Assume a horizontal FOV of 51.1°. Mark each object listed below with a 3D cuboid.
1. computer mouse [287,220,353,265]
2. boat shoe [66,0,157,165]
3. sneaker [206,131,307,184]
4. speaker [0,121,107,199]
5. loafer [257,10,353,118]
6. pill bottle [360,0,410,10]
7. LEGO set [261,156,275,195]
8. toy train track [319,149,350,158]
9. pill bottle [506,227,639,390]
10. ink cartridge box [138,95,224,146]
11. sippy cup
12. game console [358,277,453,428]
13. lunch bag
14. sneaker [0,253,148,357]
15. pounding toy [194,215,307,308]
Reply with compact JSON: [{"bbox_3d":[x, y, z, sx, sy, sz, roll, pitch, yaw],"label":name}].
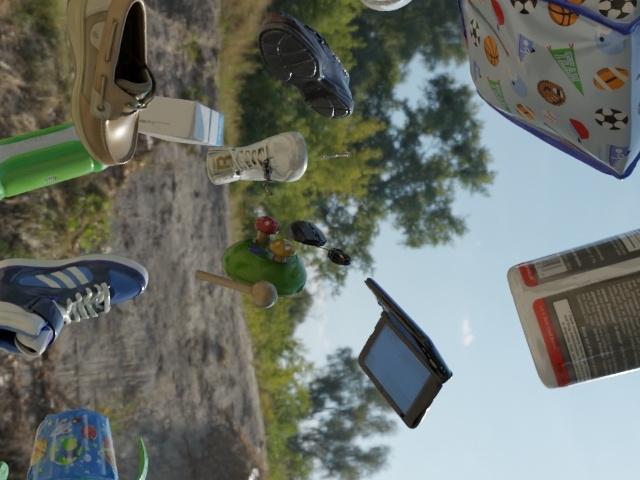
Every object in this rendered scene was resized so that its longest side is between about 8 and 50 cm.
[{"bbox_3d":[0.000,0.000,1.423,0.242,0.071,0.041,31,-71,54],"label":"computer mouse"},{"bbox_3d":[-0.338,-0.256,1.115,0.341,0.110,0.122,98,19,-45],"label":"boat shoe"},{"bbox_3d":[-0.154,-0.168,1.462,0.292,0.169,0.108,-5,-85,62],"label":"sneaker"},{"bbox_3d":[-0.608,-0.178,1.456,0.131,0.296,0.131,38,-40,42],"label":"speaker"},{"bbox_3d":[-0.023,-0.340,1.263,0.302,0.109,0.095,39,54,-56],"label":"loafer"},{"bbox_3d":[0.085,-0.470,1.026,0.278,0.162,0.162,15,69,-77],"label":"pill bottle"},{"bbox_3d":[-0.095,-0.116,1.172,0.083,0.023,0.054,-77,157,-56],"label":"LEGO set"},{"bbox_3d":[0.031,-0.194,1.505,0.083,0.048,0.014,-3,-86,40],"label":"toy train track"},{"bbox_3d":[0.494,0.090,1.038,0.210,0.362,0.210,-18,90,-76],"label":"pill bottle"},{"bbox_3d":[-0.325,-0.274,1.550,0.203,0.148,0.086,-11,110,-81],"label":"ink cartridge box"},{"bbox_3d":[-0.586,0.533,1.586,0.240,0.305,0.224,-46,-136,34],"label":"sippy cup"},{"bbox_3d":[0.176,0.281,1.690,0.293,0.173,0.250,46,-6,48],"label":"game console"},{"bbox_3d":[0.381,-0.339,1.065,0.385,0.239,0.328,37,-16,38],"label":"lunch bag"},{"bbox_3d":[-0.506,0.146,1.330,0.236,0.322,0.130,-108,-153,-47],"label":"sneaker"},{"bbox_3d":[-0.113,0.028,1.350,0.237,0.182,0.110,-36,148,-62],"label":"pounding toy"}]
